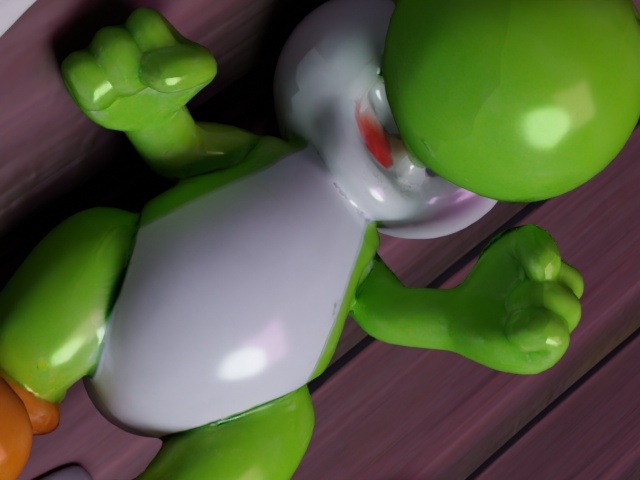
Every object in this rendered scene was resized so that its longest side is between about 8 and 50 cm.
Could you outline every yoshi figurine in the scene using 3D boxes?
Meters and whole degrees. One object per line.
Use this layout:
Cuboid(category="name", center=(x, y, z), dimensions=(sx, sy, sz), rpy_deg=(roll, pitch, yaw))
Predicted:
Cuboid(category="yoshi figurine", center=(0.002, -0.009, 0.729), dimensions=(0.362, 0.203, 0.203), rpy_deg=(-48, 144, -17))

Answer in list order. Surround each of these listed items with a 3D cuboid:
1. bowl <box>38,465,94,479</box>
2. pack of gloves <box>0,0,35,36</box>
Cuboid(category="bowl", center=(-0.150, 0.193, 0.855), dimensions=(0.142, 0.053, 0.142), rpy_deg=(-29, 144, -36))
Cuboid(category="pack of gloves", center=(-0.082, -0.161, 0.580), dimensions=(0.232, 0.046, 0.195), rpy_deg=(-48, 152, -17))
